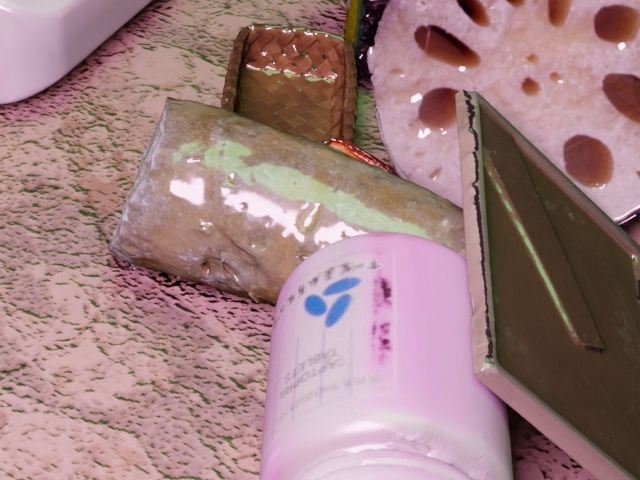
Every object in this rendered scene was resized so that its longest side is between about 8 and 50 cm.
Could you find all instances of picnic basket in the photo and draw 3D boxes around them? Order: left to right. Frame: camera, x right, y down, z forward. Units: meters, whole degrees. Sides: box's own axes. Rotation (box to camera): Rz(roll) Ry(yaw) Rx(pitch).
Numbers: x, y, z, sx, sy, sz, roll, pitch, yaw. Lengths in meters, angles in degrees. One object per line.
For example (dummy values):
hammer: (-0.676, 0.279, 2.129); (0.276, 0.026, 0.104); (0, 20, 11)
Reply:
picnic basket: (-0.026, -0.101, 1.318); (0.110, 0.055, 0.193); (8, 39, -2)

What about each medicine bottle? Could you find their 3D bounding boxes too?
medicine bottle: (-0.262, -0.212, 1.374); (0.179, 0.124, 0.324); (19, 39, 17)
medicine bottle: (0.038, 0.124, 0.975); (0.152, 0.152, 0.254); (6, 39, 0)

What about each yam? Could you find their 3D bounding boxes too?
yam: (0.000, 0.000, 1.149); (0.330, 0.133, 0.133); (21, 41, 12)

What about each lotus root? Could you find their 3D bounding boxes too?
lotus root: (0.174, -0.147, 1.272); (0.272, 0.272, 0.192); (8, 27, 2)

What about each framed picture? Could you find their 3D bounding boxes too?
framed picture: (0.168, 0.044, 1.090); (0.213, 0.016, 0.289); (40, 31, -26)

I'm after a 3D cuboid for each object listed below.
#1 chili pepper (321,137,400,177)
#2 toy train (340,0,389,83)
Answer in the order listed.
chili pepper: (0.057, -0.025, 1.222); (0.178, 0.027, 0.045); (32, 84, -2)
toy train: (0.118, -0.230, 1.432); (0.261, 0.134, 0.177); (1, 40, -6)
